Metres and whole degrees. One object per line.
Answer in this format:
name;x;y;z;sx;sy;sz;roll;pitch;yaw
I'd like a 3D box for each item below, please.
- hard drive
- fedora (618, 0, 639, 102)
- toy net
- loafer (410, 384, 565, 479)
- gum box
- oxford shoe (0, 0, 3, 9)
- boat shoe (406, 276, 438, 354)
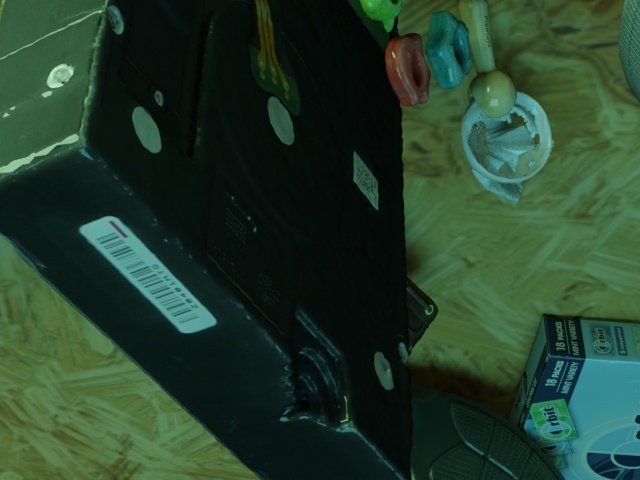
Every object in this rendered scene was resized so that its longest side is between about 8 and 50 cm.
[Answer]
hard drive;-0.040;-0.079;0.661;0.064;0.339;0.237;-20;135;23
fedora;0.268;-0.148;0.745;0.243;0.124;0.275;-12;144;15
toy net;0.087;-0.094;0.805;0.045;0.122;0.232;-4;137;27
loafer;0.065;0.156;1.091;0.267;0.096;0.084;30;157;-10
gum box;0.242;0.126;1.102;0.184;0.041;0.157;3;137;-5
oxford shoe;-0.101;-0.090;0.801;0.132;0.130;0.364;-25;120;1
boat shoe;0.000;0.000;0.950;0.073;0.073;0.207;-44;121;-8
